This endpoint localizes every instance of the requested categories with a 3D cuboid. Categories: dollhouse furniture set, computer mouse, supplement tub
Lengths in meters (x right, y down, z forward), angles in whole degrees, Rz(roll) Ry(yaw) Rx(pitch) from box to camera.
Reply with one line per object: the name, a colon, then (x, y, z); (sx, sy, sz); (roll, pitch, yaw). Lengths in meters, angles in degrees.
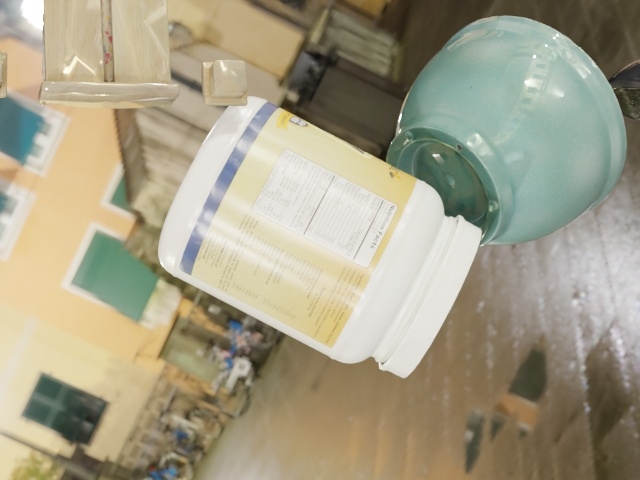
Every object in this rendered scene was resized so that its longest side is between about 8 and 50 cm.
dollhouse furniture set: (-0.271, -0.281, 1.166); (0.174, 0.355, 0.303); (155, 114, -69)
computer mouse: (0.544, -0.209, 1.564); (0.072, 0.272, 0.188); (-68, -29, -14)
supplement tub: (0.000, 0.000, 1.242); (0.228, 0.316, 0.228); (-62, 0, -1)

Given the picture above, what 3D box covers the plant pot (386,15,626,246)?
plant pot: (0.207, -0.109, 1.384); (0.196, 0.293, 0.293); (-38, -11, -34)
